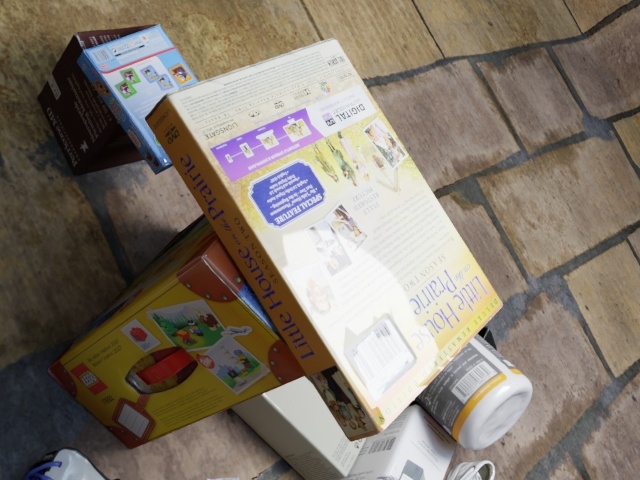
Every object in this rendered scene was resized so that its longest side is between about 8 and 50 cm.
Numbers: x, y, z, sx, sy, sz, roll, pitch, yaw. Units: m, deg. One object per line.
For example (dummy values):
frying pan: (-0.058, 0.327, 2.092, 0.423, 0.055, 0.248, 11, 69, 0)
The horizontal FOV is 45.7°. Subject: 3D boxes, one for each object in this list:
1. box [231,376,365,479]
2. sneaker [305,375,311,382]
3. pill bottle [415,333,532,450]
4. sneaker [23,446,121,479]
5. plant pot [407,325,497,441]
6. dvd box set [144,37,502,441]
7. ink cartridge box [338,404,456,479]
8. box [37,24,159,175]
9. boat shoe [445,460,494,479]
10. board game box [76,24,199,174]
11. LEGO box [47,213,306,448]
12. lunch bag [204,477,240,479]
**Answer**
box: (-0.058, 0.299, 1.328, 0.275, 0.113, 0.094, 48, 47, -11)
sneaker: (0.056, 0.169, 1.495, 0.147, 0.145, 0.384, 35, 47, 30)
pill bottle: (0.224, 0.223, 1.352, 0.162, 0.162, 0.278, -7, 38, -41)
sneaker: (-0.390, 0.381, 1.023, 0.315, 0.127, 0.182, 3, 62, -45)
plant pot: (0.275, 0.307, 1.552, 0.167, 0.188, 0.187, 56, 45, -18)
dvd box set: (0.025, -0.023, 0.906, 0.307, 0.062, 0.420, -34, 92, -44)
ink cartridge box: (0.091, 0.439, 1.314, 0.115, 0.198, 0.273, 46, 48, -12)
box: (-0.350, -0.241, 1.307, 0.167, 0.203, 0.168, -23, 83, -43)
boat shoe: (0.269, 0.536, 1.470, 0.098, 0.096, 0.277, 38, 47, -5)
board game box: (-0.259, -0.227, 1.207, 0.160, 0.039, 0.211, -37, 93, -43)
LEGO box: (-0.132, 0.067, 1.121, 0.193, 0.500, 0.372, 47, 47, -11)
lunch bag: (-0.156, 0.425, 1.224, 0.071, 0.053, 0.083, 11, 52, -36)
